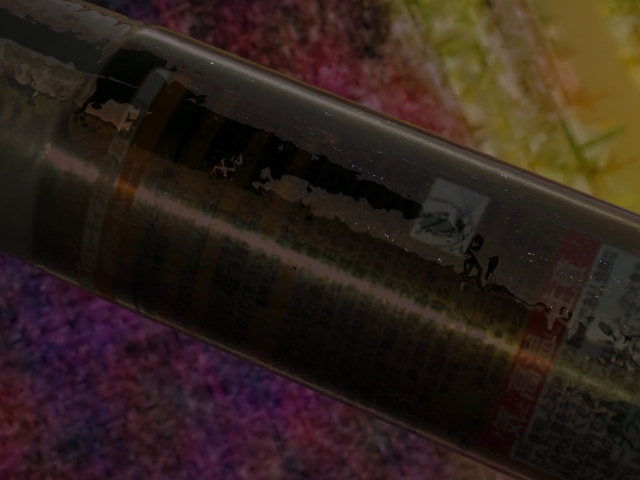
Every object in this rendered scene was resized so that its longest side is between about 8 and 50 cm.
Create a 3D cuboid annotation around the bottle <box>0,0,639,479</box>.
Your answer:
[{"bbox_3d":[0.000,0.000,0.422,0.286,0.082,0.082,22,8,10],"label":"bottle"}]
